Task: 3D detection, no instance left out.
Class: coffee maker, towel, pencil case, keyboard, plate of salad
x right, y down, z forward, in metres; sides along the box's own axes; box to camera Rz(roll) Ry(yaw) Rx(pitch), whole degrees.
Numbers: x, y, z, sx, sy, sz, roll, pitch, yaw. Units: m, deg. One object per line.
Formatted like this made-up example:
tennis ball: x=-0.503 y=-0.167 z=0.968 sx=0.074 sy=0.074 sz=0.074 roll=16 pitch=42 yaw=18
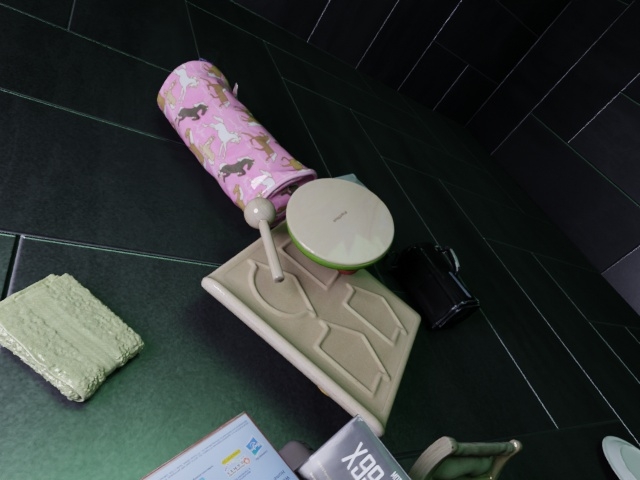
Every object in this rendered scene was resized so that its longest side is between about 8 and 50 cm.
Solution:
coffee maker: x=0.245 y=0.105 z=0.941 sx=0.171 sy=0.120 sz=0.178 roll=-13 pitch=52 yaw=-23
towel: x=-0.287 y=0.104 z=0.477 sx=0.148 sy=0.027 sz=0.110 roll=37 pitch=31 yaw=2
pencil case: x=-0.171 y=-0.199 z=0.864 sx=0.386 sy=0.167 sz=0.160 roll=50 pitch=1 yaw=20
keyboard: x=0.053 y=-0.142 z=1.148 sx=0.072 sy=0.014 sz=0.256 roll=50 pitch=34 yaw=11
plate of salad: x=0.690 y=0.515 z=0.894 sx=0.199 sy=0.048 sz=0.200 roll=23 pitch=26 yaw=-11

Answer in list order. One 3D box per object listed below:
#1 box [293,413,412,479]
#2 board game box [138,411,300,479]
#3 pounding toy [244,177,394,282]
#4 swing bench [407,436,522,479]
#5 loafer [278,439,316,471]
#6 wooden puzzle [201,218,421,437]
box: x=0.035 y=0.323 z=0.278 sx=0.242 sy=0.076 sz=0.307 roll=-38 pitch=65 yaw=-12
board game box: x=-0.096 y=0.206 z=0.192 sx=0.145 sy=0.027 sz=0.281 roll=40 pitch=30 yaw=24
pounding toy: x=0.000 y=0.000 z=0.715 sx=0.236 sy=0.110 sz=0.183 roll=-11 pitch=57 yaw=-22
swing bench: x=0.225 y=0.363 z=0.451 sx=0.253 sy=0.165 sz=0.254 roll=28 pitch=8 yaw=-43
loafer: x=0.026 y=0.378 z=0.371 sx=0.130 sy=0.134 sz=0.366 roll=-27 pitch=63 yaw=-18
wooden puzzle: x=0.004 y=0.118 z=0.708 sx=0.322 sy=0.080 sz=0.348 roll=40 pitch=27 yaw=4
